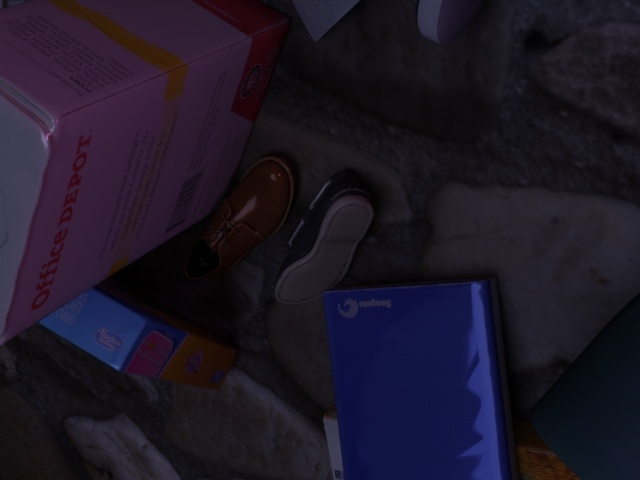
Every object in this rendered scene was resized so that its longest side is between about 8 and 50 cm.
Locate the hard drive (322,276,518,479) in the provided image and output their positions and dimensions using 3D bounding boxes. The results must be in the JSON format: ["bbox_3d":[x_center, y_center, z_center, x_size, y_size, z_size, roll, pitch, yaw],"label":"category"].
[{"bbox_3d":[0.116,0.207,1.103,0.210,0.040,0.318,-6,92,31],"label":"hard drive"}]

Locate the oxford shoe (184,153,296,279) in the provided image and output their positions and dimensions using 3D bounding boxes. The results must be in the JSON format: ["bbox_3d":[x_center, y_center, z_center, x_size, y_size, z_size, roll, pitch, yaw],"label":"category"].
[{"bbox_3d":[-0.100,-0.019,1.168,0.076,0.076,0.212,44,126,8],"label":"oxford shoe"}]

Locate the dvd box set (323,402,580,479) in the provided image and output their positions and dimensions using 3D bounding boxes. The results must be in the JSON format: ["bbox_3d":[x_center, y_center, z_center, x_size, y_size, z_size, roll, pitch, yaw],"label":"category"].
[{"bbox_3d":[0.218,0.355,1.164,0.420,0.062,0.307,3,114,30],"label":"dvd box set"}]

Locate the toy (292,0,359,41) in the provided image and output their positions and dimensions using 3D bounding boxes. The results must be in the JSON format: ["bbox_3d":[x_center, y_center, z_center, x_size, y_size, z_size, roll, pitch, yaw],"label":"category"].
[{"bbox_3d":[0.018,-0.300,0.941,0.137,0.056,0.237,61,162,-3],"label":"toy"}]

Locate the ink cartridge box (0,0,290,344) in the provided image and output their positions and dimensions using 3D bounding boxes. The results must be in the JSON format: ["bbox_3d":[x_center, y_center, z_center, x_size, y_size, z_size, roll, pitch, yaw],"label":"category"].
[{"bbox_3d":[-0.229,-0.110,1.004,0.160,0.385,0.279,35,126,12],"label":"ink cartridge box"}]

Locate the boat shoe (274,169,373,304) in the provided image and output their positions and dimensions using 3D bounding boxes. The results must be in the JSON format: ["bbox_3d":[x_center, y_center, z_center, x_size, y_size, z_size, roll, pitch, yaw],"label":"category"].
[{"bbox_3d":[0.000,0.000,1.138,0.206,0.075,0.065,-57,36,42],"label":"boat shoe"}]

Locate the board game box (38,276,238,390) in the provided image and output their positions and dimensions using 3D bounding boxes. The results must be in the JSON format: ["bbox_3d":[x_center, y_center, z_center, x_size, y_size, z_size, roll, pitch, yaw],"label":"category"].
[{"bbox_3d":[-0.261,0.093,1.188,0.242,0.316,0.064,27,85,17],"label":"board game box"}]

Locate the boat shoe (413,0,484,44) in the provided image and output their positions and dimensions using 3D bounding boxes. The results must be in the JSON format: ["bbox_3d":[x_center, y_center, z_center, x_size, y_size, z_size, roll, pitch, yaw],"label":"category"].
[{"bbox_3d":[0.117,-0.335,0.855,0.105,0.113,0.306,24,121,28],"label":"boat shoe"}]

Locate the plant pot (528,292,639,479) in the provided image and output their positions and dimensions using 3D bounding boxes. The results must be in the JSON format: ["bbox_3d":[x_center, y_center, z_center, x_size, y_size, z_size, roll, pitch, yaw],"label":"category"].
[{"bbox_3d":[0.370,0.144,0.832,0.293,0.293,0.235,35,99,12],"label":"plant pot"}]
